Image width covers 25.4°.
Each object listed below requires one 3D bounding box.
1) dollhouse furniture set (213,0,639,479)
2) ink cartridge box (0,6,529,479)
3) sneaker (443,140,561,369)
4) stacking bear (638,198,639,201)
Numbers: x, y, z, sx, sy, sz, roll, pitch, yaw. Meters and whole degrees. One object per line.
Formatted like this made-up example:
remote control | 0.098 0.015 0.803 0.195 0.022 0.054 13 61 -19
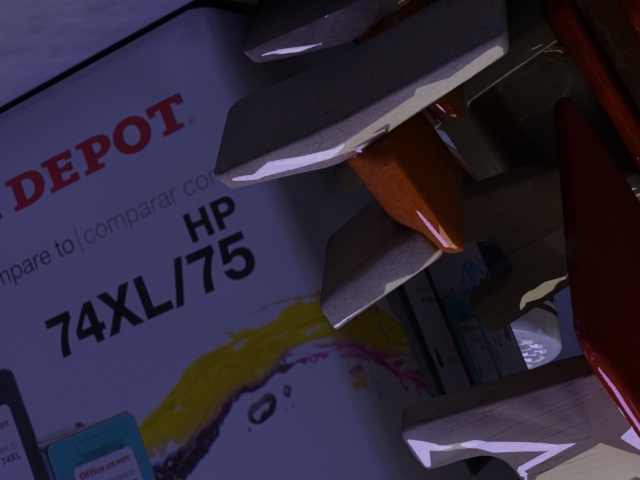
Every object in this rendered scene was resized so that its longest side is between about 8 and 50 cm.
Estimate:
dollhouse furniture set | 0.105 -0.013 0.510 0.135 0.262 0.259 -27 -153 21
ink cartridge box | -0.034 0.077 0.561 0.198 0.270 0.197 -25 173 21
sneaker | 0.000 0.000 0.830 0.321 0.127 0.126 13 150 -36
stacking bear | 0.218 -0.060 0.888 0.289 0.164 0.175 -3 -162 -43
